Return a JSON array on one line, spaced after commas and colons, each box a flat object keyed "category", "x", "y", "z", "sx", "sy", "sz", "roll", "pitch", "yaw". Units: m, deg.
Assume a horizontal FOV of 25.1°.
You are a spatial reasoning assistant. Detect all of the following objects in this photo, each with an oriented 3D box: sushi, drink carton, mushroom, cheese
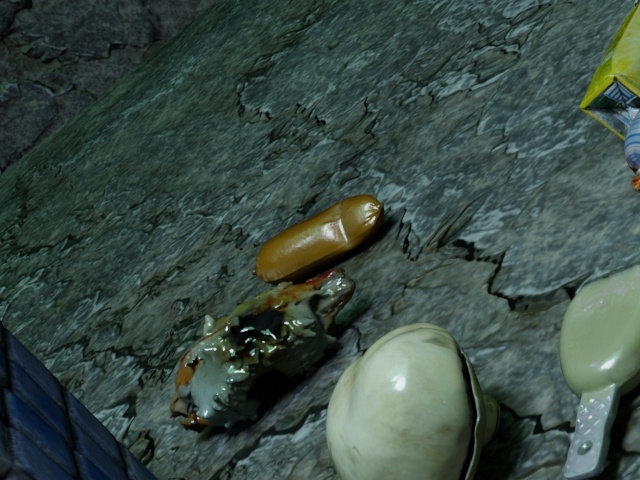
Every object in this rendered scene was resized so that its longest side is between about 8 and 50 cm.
[{"category": "sushi", "x": -0.061, "y": 0.104, "z": 1.376, "sx": 0.226, "sy": 0.097, "sz": 0.103, "roll": -42, "pitch": 25, "yaw": 7}, {"category": "drink carton", "x": 0.308, "y": -0.179, "z": 1.294, "sx": 0.200, "sy": 0.084, "sz": 0.074, "roll": -58, "pitch": 3, "yaw": -31}, {"category": "mushroom", "x": 0.072, "y": 0.134, "z": 1.080, "sx": 0.154, "sy": 0.122, "sz": 0.154, "roll": -174, "pitch": 90, "yaw": -70}, {"category": "cheese", "x": 0.202, "y": 0.095, "z": 1.021, "sx": 0.097, "sy": 0.037, "sz": 0.192, "roll": -26, "pitch": 26, "yaw": 39}]

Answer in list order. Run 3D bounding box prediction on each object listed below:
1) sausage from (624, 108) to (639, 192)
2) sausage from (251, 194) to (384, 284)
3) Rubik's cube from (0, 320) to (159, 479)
[{"category": "sausage", "x": 0.317, "y": -0.126, "z": 1.190, "sx": 0.234, "sy": 0.071, "sz": 0.071, "roll": -52, "pitch": 23, "yaw": -23}, {"category": "sausage", "x": 0.000, "y": 0.000, "z": 1.528, "sx": 0.183, "sy": 0.054, "sz": 0.062, "roll": -29, "pitch": 57, "yaw": 27}, {"category": "Rubik's cube", "x": -0.319, "y": 0.280, "z": 1.169, "sx": 0.344, "sy": 0.344, "sz": 0.337, "roll": -42, "pitch": 21, "yaw": -1}]
